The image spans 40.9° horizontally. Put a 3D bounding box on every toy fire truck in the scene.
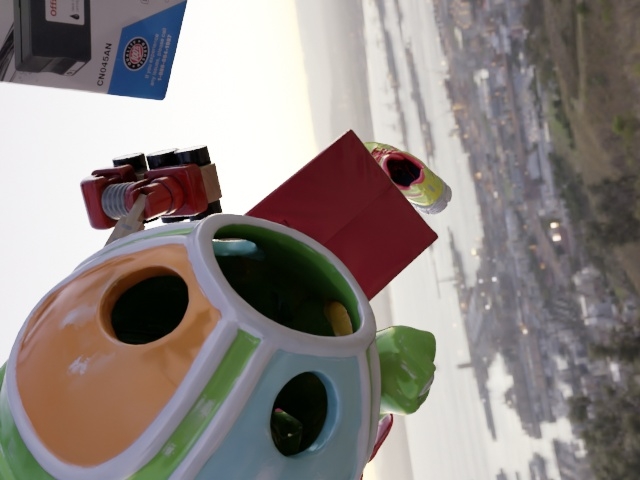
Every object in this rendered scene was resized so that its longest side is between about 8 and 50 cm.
[{"bbox_3d":[-0.298,-0.042,1.336,0.246,0.217,0.158,-29,-67,-53],"label":"toy fire truck"}]

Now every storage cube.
[{"bbox_3d":[0.000,0.000,1.123,0.184,0.193,0.215,50,163,-3],"label":"storage cube"}]

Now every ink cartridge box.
[{"bbox_3d":[-0.367,-0.345,1.060,0.166,0.395,0.285,34,116,41],"label":"ink cartridge box"}]

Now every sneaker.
[{"bbox_3d":[0.114,-0.118,1.367,0.081,0.208,0.094,-58,-39,-5],"label":"sneaker"}]

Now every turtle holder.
[{"bbox_3d":[-0.052,0.117,0.597,0.227,0.320,0.243,-53,22,24],"label":"turtle holder"}]

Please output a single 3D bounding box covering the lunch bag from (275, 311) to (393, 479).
[{"bbox_3d":[-0.048,0.207,0.930,0.120,0.258,0.293,-116,28,-66],"label":"lunch bag"}]
